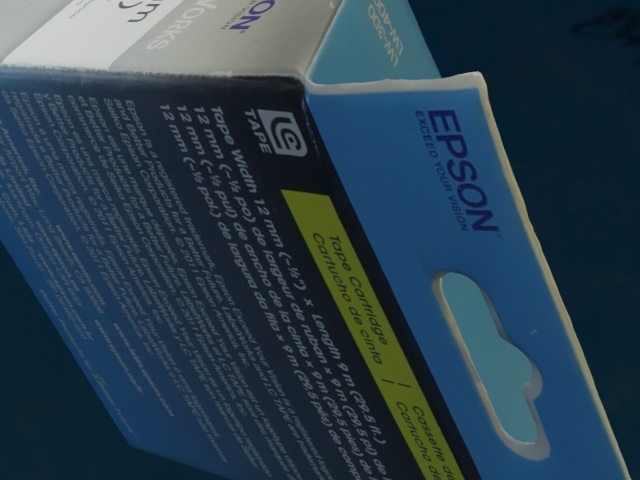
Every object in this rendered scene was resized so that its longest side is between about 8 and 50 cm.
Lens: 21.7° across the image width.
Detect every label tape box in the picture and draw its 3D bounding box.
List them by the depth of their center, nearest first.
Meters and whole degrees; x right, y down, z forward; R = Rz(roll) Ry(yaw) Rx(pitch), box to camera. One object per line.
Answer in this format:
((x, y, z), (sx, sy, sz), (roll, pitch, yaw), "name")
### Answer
((0.000, 0.000, 0.720), (0.115, 0.348, 0.249), (-46, -55, -31), "label tape box")
